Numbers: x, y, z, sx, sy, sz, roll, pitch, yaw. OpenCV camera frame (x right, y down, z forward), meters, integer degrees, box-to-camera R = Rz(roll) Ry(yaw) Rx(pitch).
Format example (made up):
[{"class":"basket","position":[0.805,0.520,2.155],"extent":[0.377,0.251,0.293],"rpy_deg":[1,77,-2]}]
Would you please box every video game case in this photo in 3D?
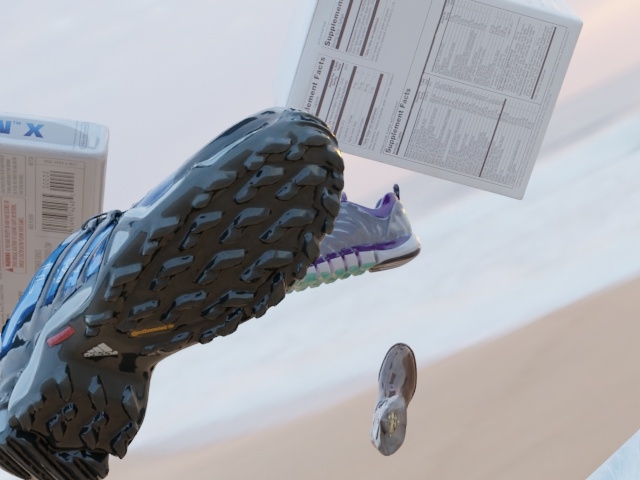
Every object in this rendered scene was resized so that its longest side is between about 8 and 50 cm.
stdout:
[{"class":"video game case","position":[-0.327,-0.015,1.531],"extent":[0.300,0.036,0.329],"rpy_deg":[6,-29,-5]}]

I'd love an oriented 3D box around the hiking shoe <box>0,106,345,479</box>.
[{"class":"hiking shoe","position":[-0.110,0.012,1.141],"extent":[0.113,0.132,0.304],"rpy_deg":[28,-62,-37]}]

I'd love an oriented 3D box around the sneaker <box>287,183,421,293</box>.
[{"class":"sneaker","position":[0.000,0.000,2.152],"extent":[0.224,0.098,0.083],"rpy_deg":[-12,-10,-21]}]

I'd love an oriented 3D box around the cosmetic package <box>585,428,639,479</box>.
[{"class":"cosmetic package","position":[0.378,0.364,2.221],"extent":[0.224,0.138,0.224],"rpy_deg":[-49,12,24]}]

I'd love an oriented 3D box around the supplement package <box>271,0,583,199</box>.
[{"class":"supplement package","position":[0.103,-0.191,1.948],"extent":[0.263,0.198,0.199],"rpy_deg":[15,18,-8]}]

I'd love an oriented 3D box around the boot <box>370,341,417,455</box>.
[{"class":"boot","position":[0.068,0.142,1.699],"extent":[0.037,0.106,0.114],"rpy_deg":[8,-6,3]}]
